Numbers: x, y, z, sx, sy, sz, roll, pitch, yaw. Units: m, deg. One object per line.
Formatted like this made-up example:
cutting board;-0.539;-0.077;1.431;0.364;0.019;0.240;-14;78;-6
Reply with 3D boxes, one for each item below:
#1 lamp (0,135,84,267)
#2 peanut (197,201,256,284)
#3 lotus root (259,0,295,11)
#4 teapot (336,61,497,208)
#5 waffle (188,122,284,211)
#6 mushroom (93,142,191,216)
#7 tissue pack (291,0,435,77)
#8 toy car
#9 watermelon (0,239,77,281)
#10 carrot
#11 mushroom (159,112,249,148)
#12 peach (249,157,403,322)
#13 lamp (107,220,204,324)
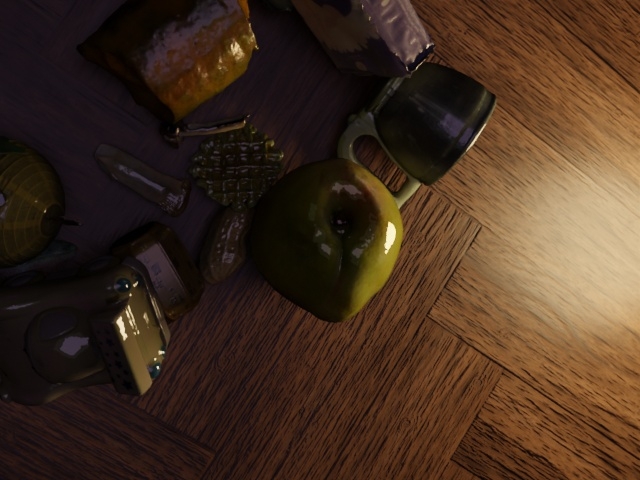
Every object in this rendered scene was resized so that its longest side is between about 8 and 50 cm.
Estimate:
lamp;-0.563;-0.058;1.510;0.284;0.250;0.250;16;90;12
peanut;-0.192;0.003;1.722;0.083;0.093;0.194;27;88;-47
lotus root;-0.085;-0.573;1.712;0.183;0.078;0.204;-11;106;-30
teapot;0.193;-0.249;1.788;0.239;0.321;0.239;36;46;-6
waffle;-0.170;-0.155;1.714;0.169;0.036;0.183;38;70;5
mushroom;-0.356;-0.128;1.675;0.209;0.071;0.084;31;80;-14
tissue pack;0.047;-0.480;1.625;0.125;0.242;0.344;-49;123;-14
toy car;-0.466;0.184;1.526;0.335;0.226;0.242;-11;115;7
watermelon;-0.566;0.046;1.635;0.180;0.081;0.094;-22;127;-9
carrot;-0.261;-0.383;1.590;0.340;0.241;0.241;-40;105;-7
mushroom;-0.234;-0.229;1.702;0.187;0.060;0.061;-8;142;-14
peach;0.004;-0.006;1.665;0.281;0.315;0.314;20;83;-17
lamp;-0.325;0.067;1.656;0.161;0.161;0.185;-32;108;-12
